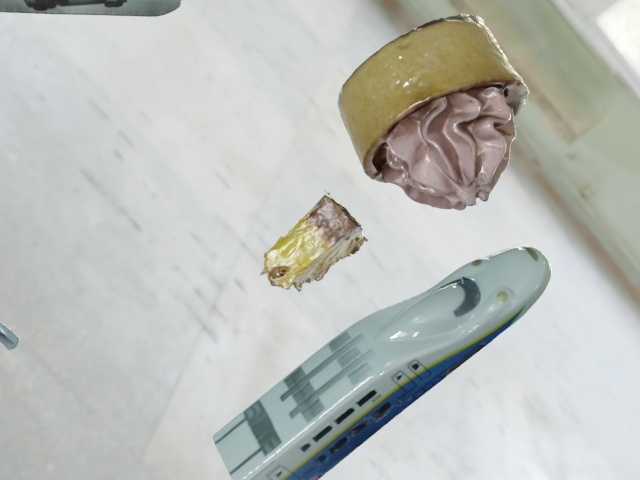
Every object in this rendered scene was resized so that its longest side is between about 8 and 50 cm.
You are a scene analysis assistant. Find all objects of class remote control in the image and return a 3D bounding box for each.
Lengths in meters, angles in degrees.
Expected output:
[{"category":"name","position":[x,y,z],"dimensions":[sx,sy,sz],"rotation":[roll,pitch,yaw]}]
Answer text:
[{"category":"remote control","position":[-0.187,-0.187,0.990],"dimensions":[0.166,0.029,0.065],"rotation":[-7,29,-42]}]

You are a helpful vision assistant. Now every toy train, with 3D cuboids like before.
[{"category":"toy train","position":[0.041,0.075,0.827],"dimensions":[0.051,0.234,0.052],"rotation":[44,10,-46]}]

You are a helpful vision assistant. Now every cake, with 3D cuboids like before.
[{"category":"cake","position":[0.135,-0.118,1.403],"dimensions":[0.207,0.185,0.178],"rotation":[-14,68,-53]}]

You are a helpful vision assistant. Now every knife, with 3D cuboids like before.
[{"category":"knife","position":[-0.353,0.041,1.202],"dimensions":[0.210,0.015,0.028],"rotation":[31,-26,16]}]

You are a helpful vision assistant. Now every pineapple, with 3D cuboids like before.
[{"category":"pineapple","position":[0.000,0.000,1.368],"dimensions":[0.069,0.116,0.137],"rotation":[43,48,3]}]
